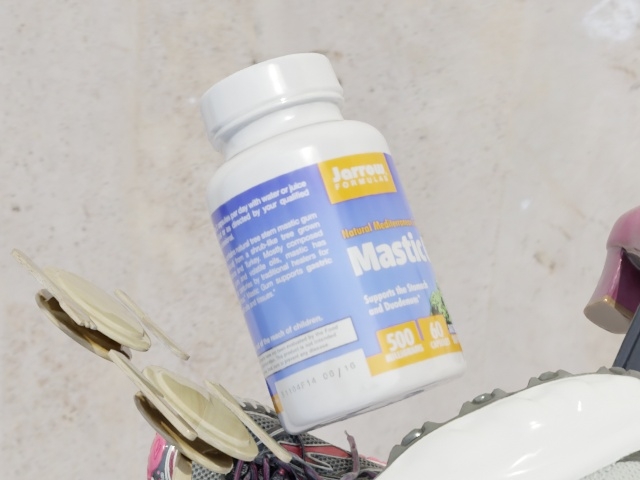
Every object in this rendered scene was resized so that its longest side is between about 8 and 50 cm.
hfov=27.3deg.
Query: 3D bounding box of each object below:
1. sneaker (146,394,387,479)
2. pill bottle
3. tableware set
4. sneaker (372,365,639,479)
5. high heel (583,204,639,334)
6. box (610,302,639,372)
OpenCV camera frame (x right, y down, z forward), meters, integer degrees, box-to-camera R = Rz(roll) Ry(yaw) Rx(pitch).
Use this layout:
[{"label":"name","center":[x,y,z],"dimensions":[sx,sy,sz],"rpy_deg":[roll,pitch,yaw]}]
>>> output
[{"label":"sneaker","center":[-0.015,0.223,1.217],"dimensions":[0.299,0.112,0.121],"rpy_deg":[18,85,-23]},{"label":"pill bottle","center":[0.000,0.000,1.022],"dimensions":[0.152,0.152,0.272],"rpy_deg":[-24,80,27]},{"label":"tableware set","center":[-0.116,0.085,0.827],"dimensions":[0.194,0.128,0.039],"rpy_deg":[40,95,30]},{"label":"sneaker","center":[0.002,0.131,0.353],"dimensions":[0.271,0.108,0.100],"rpy_deg":[-26,132,-4]},{"label":"high heel","center":[0.402,-0.014,1.340],"dimensions":[0.127,0.181,0.377],"rpy_deg":[36,160,-13]},{"label":"box","center":[0.314,0.190,0.679],"dimensions":[0.395,0.097,0.318],"rpy_deg":[30,105,33]}]
